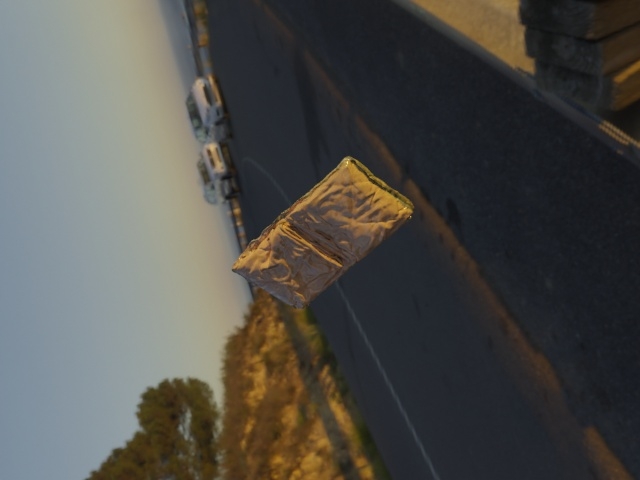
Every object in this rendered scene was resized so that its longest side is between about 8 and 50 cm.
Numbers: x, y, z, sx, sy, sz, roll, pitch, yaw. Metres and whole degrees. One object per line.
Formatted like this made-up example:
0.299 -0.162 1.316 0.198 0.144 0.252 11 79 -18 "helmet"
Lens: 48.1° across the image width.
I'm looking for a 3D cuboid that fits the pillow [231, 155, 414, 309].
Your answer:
0.000 0.000 0.908 0.126 0.232 0.043 37 -149 -21 "pillow"
